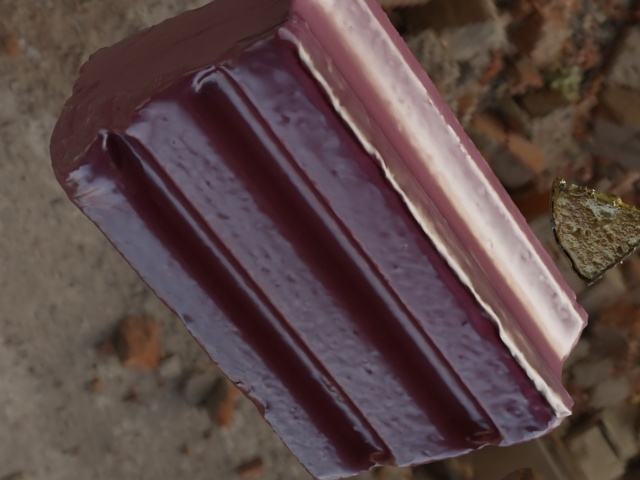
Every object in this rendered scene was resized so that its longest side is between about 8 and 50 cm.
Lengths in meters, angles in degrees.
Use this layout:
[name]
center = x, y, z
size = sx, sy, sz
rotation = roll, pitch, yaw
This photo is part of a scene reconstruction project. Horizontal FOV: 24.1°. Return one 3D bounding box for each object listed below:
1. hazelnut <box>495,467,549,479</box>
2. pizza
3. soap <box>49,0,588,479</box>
[hazelnut]
center = 0.157, 0.293, 1.266
size = 0.208, 0.208, 0.208
rotation = -17, 141, -14
[pizza]
center = 0.270, -0.010, 1.395
size = 0.109, 0.026, 0.123
rotation = -3, 126, 31
[soap]
center = 0.000, 0.000, 1.040
size = 0.233, 0.128, 0.359
rotation = -18, 123, 33
